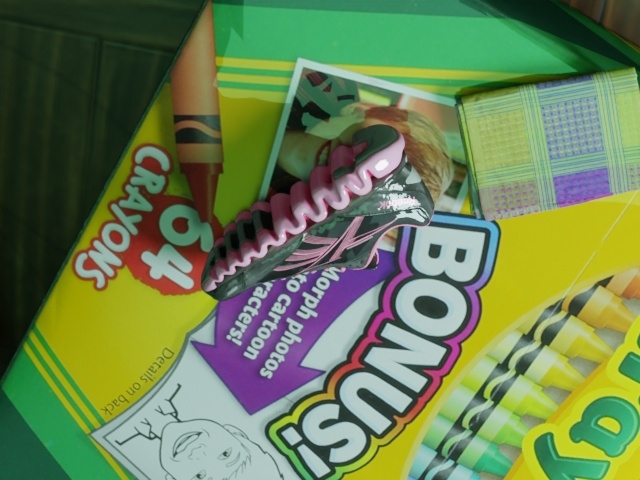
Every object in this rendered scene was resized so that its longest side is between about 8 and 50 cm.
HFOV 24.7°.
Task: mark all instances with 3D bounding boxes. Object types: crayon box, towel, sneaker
[{"bbox_3d":[0.032,0.041,0.758,0.313,0.106,0.363,30,114,-5],"label":"crayon box"},{"bbox_3d":[0.103,-0.043,0.653,0.083,0.009,0.060,-11,108,8],"label":"towel"},{"bbox_3d":[0.000,0.000,0.666,0.119,0.047,0.057,-32,117,19],"label":"sneaker"}]
